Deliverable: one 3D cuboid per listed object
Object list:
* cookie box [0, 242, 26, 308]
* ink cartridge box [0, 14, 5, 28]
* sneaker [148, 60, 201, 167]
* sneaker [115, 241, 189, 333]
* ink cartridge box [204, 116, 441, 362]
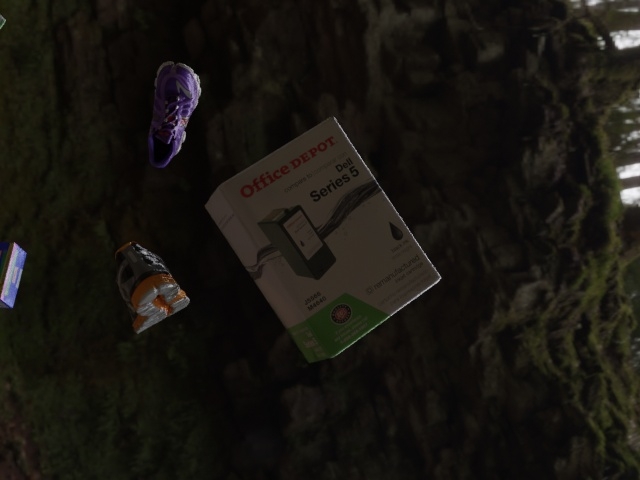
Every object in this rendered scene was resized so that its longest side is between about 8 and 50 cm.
[{"bbox_3d":[-0.501,0.050,1.300,0.040,0.107,0.092,66,27,-64],"label":"cookie box"},{"bbox_3d":[-0.563,-0.267,1.241,0.219,0.092,0.160,3,-122,50],"label":"ink cartridge box"},{"bbox_3d":[-0.218,-0.180,1.287,0.071,0.068,0.170,-89,-168,-54],"label":"sneaker"},{"bbox_3d":[-0.231,0.062,1.179,0.083,0.084,0.215,54,-19,10],"label":"sneaker"},{"bbox_3d":[0.000,0.000,1.210,0.273,0.198,0.115,56,-19,0],"label":"ink cartridge box"}]
